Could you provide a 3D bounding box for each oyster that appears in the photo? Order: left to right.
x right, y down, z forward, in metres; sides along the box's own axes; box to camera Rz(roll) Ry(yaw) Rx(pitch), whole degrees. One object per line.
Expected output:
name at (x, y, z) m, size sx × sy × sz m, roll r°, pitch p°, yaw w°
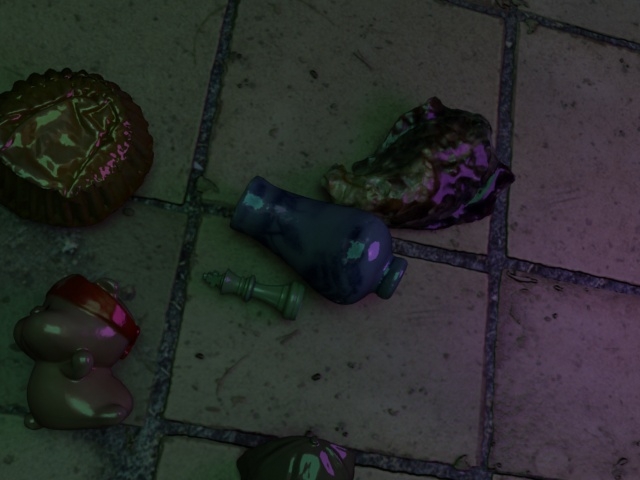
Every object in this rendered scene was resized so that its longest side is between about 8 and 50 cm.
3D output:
oyster at (0.169, -0.108, 1.179) m, size 0.275 × 0.100 × 0.271 m, roll 33°, pitch 73°, yaw -5°

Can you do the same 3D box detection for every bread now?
bread at (-0.349, -0.138, 1.037) m, size 0.240 × 0.139 × 0.240 m, roll 5°, pitch 72°, yaw -16°

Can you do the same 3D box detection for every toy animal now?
toy animal at (-0.310, 0.142, 0.963) m, size 0.171 × 0.171 × 0.198 m, roll 0°, pitch 78°, yaw -14°

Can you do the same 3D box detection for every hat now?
hat at (-0.030, 0.365, 0.993) m, size 0.166 × 0.144 × 0.173 m, roll 7°, pitch 51°, yaw -10°

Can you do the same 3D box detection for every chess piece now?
chess piece at (-0.100, 0.072, 1.092) m, size 0.149 × 0.059 × 0.059 m, roll 15°, pitch 72°, yaw -2°

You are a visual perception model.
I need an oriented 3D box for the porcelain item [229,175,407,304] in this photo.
porcelain item at (0.000, 0.000, 1.096) m, size 0.259 × 0.141 × 0.141 m, roll 28°, pitch 70°, yaw 4°
